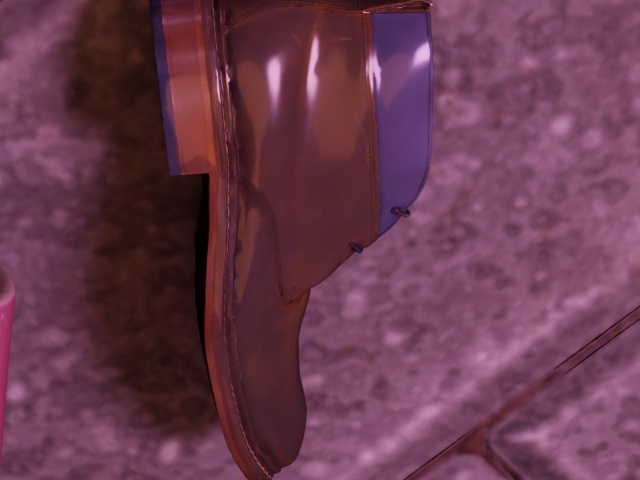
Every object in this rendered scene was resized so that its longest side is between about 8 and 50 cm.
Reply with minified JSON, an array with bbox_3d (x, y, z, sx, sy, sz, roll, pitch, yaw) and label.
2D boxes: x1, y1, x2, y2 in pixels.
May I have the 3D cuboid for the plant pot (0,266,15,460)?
[{"bbox_3d":[-0.201,0.082,0.714,0.201,0.201,0.180,15,102,-18],"label":"plant pot"}]

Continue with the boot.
[{"bbox_3d":[0.000,0.000,0.752,0.106,0.082,0.219,-9,121,-2],"label":"boot"}]
